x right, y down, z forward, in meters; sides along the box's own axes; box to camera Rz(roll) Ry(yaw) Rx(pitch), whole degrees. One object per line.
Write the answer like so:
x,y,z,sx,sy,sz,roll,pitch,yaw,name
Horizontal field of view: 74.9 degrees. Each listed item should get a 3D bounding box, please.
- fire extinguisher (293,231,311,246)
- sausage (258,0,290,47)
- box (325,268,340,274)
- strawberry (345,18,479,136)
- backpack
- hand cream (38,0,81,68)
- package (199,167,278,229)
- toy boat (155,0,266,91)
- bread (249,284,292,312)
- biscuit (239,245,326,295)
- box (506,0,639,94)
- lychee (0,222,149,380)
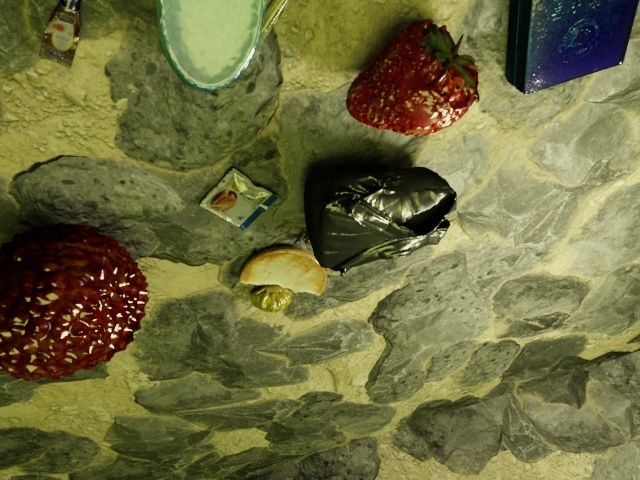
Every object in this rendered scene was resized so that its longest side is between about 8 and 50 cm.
0.000,0.000,1.400,0.177,0.050,0.062,4,129,-15,fire extinguisher
-0.130,-0.473,0.936,0.033,0.032,0.269,27,121,-33,sausage
0.033,0.100,1.520,0.083,0.024,0.053,-2,133,-13,box
0.219,-0.362,0.980,0.261,0.260,0.258,17,144,-27,strawberry
0.181,-0.073,1.243,0.446,0.254,0.363,-10,140,-8,backpack
-0.537,-0.437,0.872,0.062,0.039,0.163,7,135,-41,hand cream
-0.243,-0.118,1.246,0.173,0.027,0.171,32,119,-31,package
-0.229,-0.483,0.871,0.215,0.123,0.329,0,122,-20,toy boat
-0.182,0.221,1.539,0.157,0.094,0.083,12,133,-13,bread
-0.116,0.100,1.466,0.309,0.040,0.204,11,129,-16,biscuit
0.600,-0.533,1.000,0.262,0.116,0.278,-17,132,3,box
-0.711,0.157,1.119,0.425,0.424,0.500,-33,152,17,lychee
